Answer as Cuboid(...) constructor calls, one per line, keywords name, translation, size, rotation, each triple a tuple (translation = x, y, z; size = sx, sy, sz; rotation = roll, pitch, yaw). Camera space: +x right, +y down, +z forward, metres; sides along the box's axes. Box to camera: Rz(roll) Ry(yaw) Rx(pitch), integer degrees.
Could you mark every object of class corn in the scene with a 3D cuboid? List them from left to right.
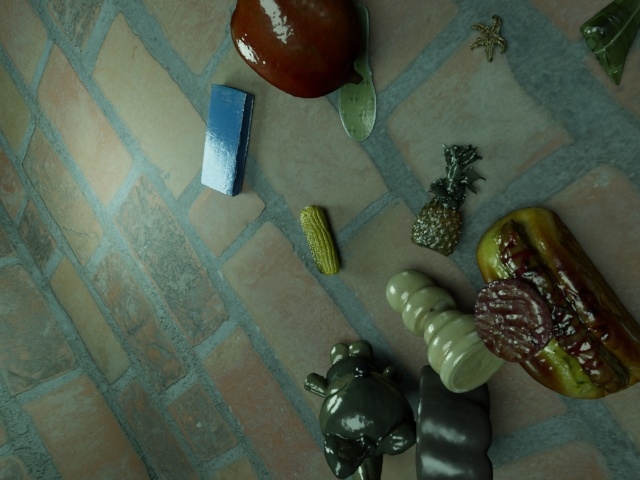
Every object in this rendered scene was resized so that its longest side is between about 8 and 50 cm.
Cuboid(name="corn", translation=(0.000, 0.000, 1.191), size=(0.072, 0.072, 0.202), rotation=(-16, 95, 35))

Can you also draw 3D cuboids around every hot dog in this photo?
Cuboid(name="hot dog", translation=(0.458, 0.134, 0.839), size=(0.185, 0.223, 0.405), rotation=(-39, 80, 36))

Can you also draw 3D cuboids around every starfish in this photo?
Cuboid(name="starfish", translation=(0.342, -0.415, 0.883), size=(0.091, 0.028, 0.078), rotation=(49, 125, 18))

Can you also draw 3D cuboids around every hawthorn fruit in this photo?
Cuboid(name="hawthorn fruit", translation=(-0.056, -0.471, 0.969), size=(0.295, 0.295, 0.311), rotation=(-25, 78, 35))

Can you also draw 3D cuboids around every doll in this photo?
Cuboid(name="doll", translation=(0.128, 0.473, 1.098), size=(0.253, 0.382, 0.378), rotation=(-23, 106, 3))

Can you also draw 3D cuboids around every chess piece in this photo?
Cuboid(name="chess piece", translation=(0.256, 0.178, 0.977), size=(0.299, 0.167, 0.166), rotation=(48, 128, 49))

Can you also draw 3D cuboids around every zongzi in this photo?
Cuboid(name="zongzi", translation=(0.555, -0.372, 0.756), size=(0.154, 0.062, 0.130), rotation=(-38, 102, 19))

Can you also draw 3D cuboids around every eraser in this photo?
Cuboid(name="eraser", translation=(-0.285, -0.301, 1.310), size=(0.144, 0.043, 0.311), rotation=(24, 115, 27))

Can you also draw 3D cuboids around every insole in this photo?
Cuboid(name="insole", translation=(0.087, -0.406, 1.063), size=(0.109, 0.007, 0.321), rotation=(6, 107, 31))

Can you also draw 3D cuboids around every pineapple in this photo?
Cuboid(name="pineapple", translation=(0.287, -0.092, 0.968), size=(0.125, 0.125, 0.251), rotation=(21, 103, 27))

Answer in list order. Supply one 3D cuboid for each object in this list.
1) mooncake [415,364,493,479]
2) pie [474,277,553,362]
Cuboid(name="mooncake", translation=(0.301, 0.438, 0.975), size=(0.155, 0.306, 0.305), rotation=(1, 104, 19))
Cuboid(name="pie", translation=(0.337, 0.141, 0.768), size=(0.155, 0.036, 0.154), rotation=(15, 109, 52))
